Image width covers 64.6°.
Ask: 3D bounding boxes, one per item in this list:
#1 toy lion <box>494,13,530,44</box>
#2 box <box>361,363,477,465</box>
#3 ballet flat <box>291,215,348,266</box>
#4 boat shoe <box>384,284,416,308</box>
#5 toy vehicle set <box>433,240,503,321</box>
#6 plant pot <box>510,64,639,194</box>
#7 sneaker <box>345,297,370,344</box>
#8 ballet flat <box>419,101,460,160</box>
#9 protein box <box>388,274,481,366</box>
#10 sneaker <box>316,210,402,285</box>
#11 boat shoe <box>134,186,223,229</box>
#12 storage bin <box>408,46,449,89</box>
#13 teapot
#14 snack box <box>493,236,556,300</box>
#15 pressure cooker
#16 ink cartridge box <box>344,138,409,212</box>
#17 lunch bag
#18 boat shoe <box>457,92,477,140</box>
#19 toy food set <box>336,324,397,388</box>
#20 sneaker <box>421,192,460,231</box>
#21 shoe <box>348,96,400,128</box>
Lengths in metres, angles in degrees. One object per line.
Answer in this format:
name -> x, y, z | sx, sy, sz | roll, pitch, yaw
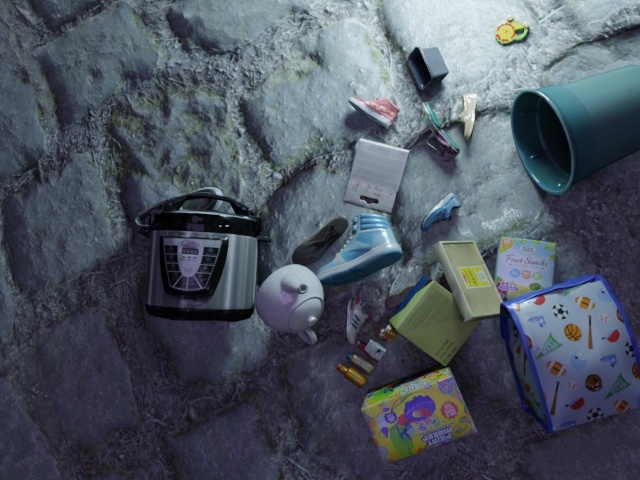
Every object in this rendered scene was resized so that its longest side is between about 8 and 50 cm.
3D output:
toy lion -> 0.656, -0.719, 1.741 | 0.100, 0.034, 0.096 | 27, 98, 11
box -> 0.303, 0.529, 1.580 | 0.290, 0.279, 0.177 | -23, 82, 7
ballet flat -> 0.000, 0.000, 1.794 | 0.250, 0.058, 0.084 | -43, 102, 10
boat shoe -> 0.292, 0.194, 1.732 | 0.153, 0.048, 0.056 | -25, 77, 1
toy vehicle set -> 0.476, 0.123, 1.613 | 0.166, 0.035, 0.266 | 0, 60, -32
plant pot -> 0.823, -0.357, 1.546 | 0.334, 0.341, 0.341 | -21, 82, 0
sneaker -> 0.130, 0.279, 1.742 | 0.075, 0.057, 0.161 | 0, 83, 16
ballet flat -> 0.392, -0.371, 1.744 | 0.079, 0.077, 0.221 | -36, 80, 25
protein box -> 0.369, 0.255, 1.640 | 0.201, 0.136, 0.199 | 36, 93, -4
sneaker -> 0.116, 0.021, 1.746 | 0.319, 0.127, 0.208 | -24, 61, 22
boat shoe -> -0.519, -0.103, 1.856 | 0.335, 0.119, 0.121 | -24, 82, 8
storage bin -> 0.377, -0.601, 1.756 | 0.091, 0.098, 0.135 | -18, 81, -20
teapot -> -0.078, 0.220, 1.676 | 0.187, 0.256, 0.252 | 42, 107, 35
snack box -> 0.663, 0.100, 1.655 | 0.175, 0.070, 0.207 | 6, 85, 11
pressure cooker -> -0.395, 0.051, 1.700 | 0.376, 0.370, 0.420 | 0, 84, 42
ink cartridge box -> 0.197, -0.229, 1.784 | 0.181, 0.056, 0.224 | 17, 107, 11
lunch bag -> 0.743, 0.322, 1.526 | 0.328, 0.239, 0.385 | -17, 92, -2
boat shoe -> 0.499, -0.422, 1.732 | 0.059, 0.063, 0.170 | 8, 78, 13
toy food set -> 0.159, 0.366, 1.701 | 0.105, 0.111, 0.232 | 32, 100, 12
sneaker -> 0.409, -0.085, 1.719 | 0.162, 0.063, 0.073 | -44, 83, 4
shoe -> 0.191, -0.476, 1.790 | 0.178, 0.063, 0.081 | 33, 91, 6
